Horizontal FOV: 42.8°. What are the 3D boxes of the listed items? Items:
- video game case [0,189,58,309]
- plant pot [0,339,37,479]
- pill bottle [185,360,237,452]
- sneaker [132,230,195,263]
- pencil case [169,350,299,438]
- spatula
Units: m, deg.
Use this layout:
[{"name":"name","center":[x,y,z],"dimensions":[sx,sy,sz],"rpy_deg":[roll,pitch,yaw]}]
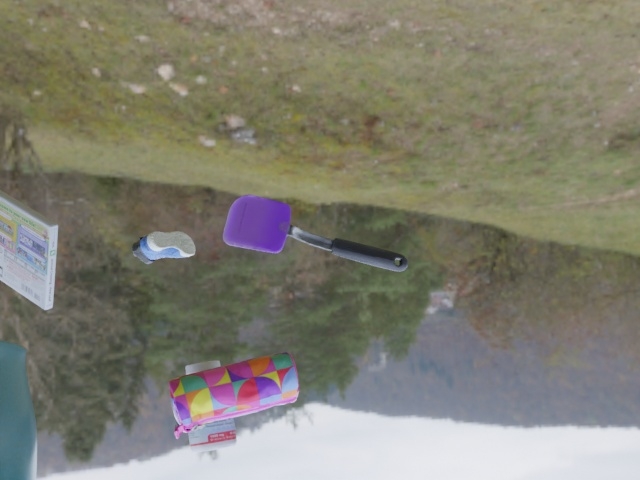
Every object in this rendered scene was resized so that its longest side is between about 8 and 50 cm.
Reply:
[{"name":"video game case","center":[-0.619,0.014,1.681],"dimensions":[0.212,0.193,0.023],"rpy_deg":[26,-152,28]},{"name":"plant pot","center":[-0.523,0.265,1.142],"dimensions":[0.271,0.255,0.272],"rpy_deg":[2,165,1]},{"name":"pill bottle","center":[-0.209,0.309,1.528],"dimensions":[0.087,0.160,0.087],"rpy_deg":[-10,169,-2]},{"name":"sneaker","center":[-0.353,0.017,1.818],"dimensions":[0.084,0.058,0.152],"rpy_deg":[-21,166,27]},{"name":"pencil case","center":[-0.153,0.270,1.442],"dimensions":[0.236,0.104,0.104],"rpy_deg":[-15,176,-16]},{"name":"spatula","center":[0.000,0.000,1.269],"dimensions":[0.296,0.084,0.030],"rpy_deg":[15,168,-15]}]
